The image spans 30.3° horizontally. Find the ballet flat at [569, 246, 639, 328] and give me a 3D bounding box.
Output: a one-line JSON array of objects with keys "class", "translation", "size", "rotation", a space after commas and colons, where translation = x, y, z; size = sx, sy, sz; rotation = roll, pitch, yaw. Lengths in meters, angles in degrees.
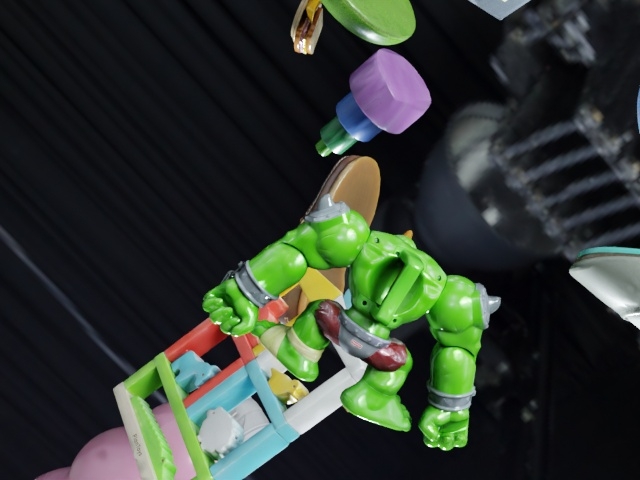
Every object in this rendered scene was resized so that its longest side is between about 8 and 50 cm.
[{"class": "ballet flat", "translation": [0.256, 0.050, 0.732], "size": [0.072, 0.213, 0.068], "rotation": [137, -40, -70]}]

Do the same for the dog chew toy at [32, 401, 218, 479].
[{"class": "dog chew toy", "translation": [-0.232, 0.319, 1.410], "size": [0.332, 0.206, 0.206], "rotation": [-43, -165, 11]}]

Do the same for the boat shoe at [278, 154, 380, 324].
[{"class": "boat shoe", "translation": [0.000, 0.000, 1.306], "size": [0.073, 0.073, 0.207], "rotation": [18, -95, 48]}]

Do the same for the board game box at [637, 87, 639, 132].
[{"class": "board game box", "translation": [0.330, -0.096, 0.912], "size": [0.033, 0.168, 0.133], "rotation": [-34, 143, -40]}]

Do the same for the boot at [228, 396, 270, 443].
[{"class": "boot", "translation": [-0.179, 0.340, 1.936], "size": [0.258, 0.123, 0.095], "rotation": [-44, 152, 27]}]

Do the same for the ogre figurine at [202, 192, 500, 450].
[{"class": "ogre figurine", "translation": [0.035, 0.052, 0.791], "size": [0.118, 0.197, 0.097], "rotation": [-57, 168, 16]}]

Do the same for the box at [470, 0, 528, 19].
[{"class": "box", "translation": [0.187, -0.307, 1.039], "size": [0.232, 0.183, 0.059], "rotation": [-31, -127, 37]}]

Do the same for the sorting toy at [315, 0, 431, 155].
[{"class": "sorting toy", "translation": [-0.004, -0.221, 1.094], "size": [0.126, 0.127, 0.365], "rotation": [-38, -130, 30]}]

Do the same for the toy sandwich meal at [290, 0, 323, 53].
[{"class": "toy sandwich meal", "translation": [-0.007, -0.253, 1.335], "size": [0.085, 0.029, 0.085], "rotation": [-62, 174, -12]}]

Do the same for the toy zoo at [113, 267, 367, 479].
[{"class": "toy zoo", "translation": [-0.066, 0.131, 1.184], "size": [0.293, 0.030, 0.192], "rotation": [-37, -139, 4]}]
